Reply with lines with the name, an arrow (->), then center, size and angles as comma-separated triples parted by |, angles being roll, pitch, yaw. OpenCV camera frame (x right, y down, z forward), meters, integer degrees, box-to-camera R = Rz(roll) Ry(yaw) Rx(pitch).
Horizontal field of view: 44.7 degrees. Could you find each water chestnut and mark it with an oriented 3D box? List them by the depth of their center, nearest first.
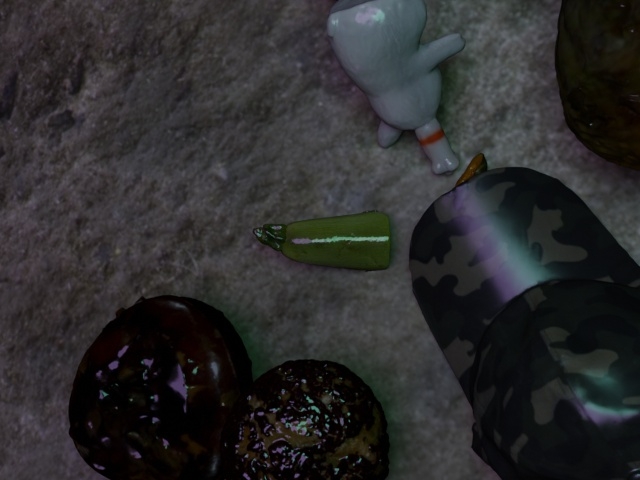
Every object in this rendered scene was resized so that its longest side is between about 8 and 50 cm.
water chestnut -> -0.238, 0.226, 1.118 | 0.299, 0.300, 0.300 | -2, 84, 23

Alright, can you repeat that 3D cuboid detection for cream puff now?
cream puff -> -0.012, 0.277, 1.030 | 0.164, 0.239, 0.239 | 12, 89, 61

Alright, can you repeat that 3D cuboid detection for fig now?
fig -> 0.341, -0.254, 0.893 | 0.368, 0.286, 0.286 | 39, 100, 14

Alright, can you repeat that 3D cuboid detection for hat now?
hat -> 0.268, 0.100, 0.959 | 0.366, 0.257, 0.382 | -39, 91, 13

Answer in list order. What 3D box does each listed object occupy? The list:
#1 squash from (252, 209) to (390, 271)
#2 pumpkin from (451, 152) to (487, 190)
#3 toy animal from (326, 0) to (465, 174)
squash -> 0.001, -0.001, 1.146 | 0.200, 0.075, 0.090 | 2, 105, 2
pumpkin -> 0.209, -0.080, 1.081 | 0.028, 0.050, 0.083 | 34, 114, -12
toy animal -> 0.116, -0.229, 1.072 | 0.140, 0.282, 0.138 | 18, 63, 50
